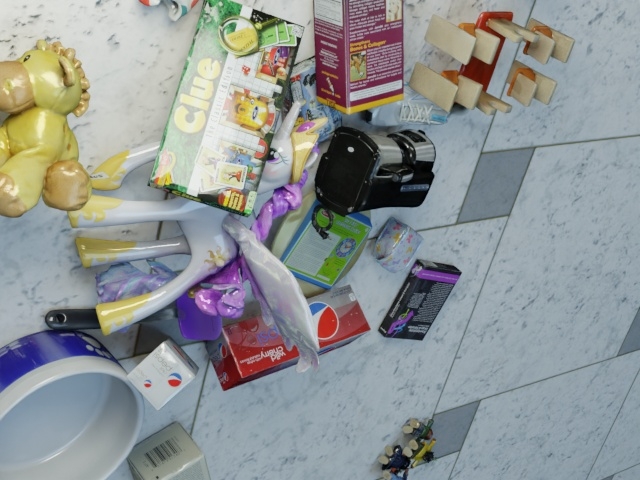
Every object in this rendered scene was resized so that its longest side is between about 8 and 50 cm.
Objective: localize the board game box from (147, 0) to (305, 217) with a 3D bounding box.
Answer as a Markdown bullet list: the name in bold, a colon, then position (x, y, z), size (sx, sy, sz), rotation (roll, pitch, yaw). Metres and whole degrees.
- **board game box**: position (-0.118, -0.172, 1.394), size (0.136, 0.030, 0.260), rotation (17, 80, -10)

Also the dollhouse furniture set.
- **dollhouse furniture set**: position (0.265, -0.329, 1.680), size (0.262, 0.135, 0.259), rotation (-10, 128, -44)

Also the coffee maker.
- **coffee maker**: position (0.079, -0.097, 1.716), size (0.178, 0.120, 0.171), rotation (-4, 145, -52)

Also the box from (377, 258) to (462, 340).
- **box**: position (0.186, 0.114, 2.066), size (0.116, 0.029, 0.162), rotation (11, 112, -46)

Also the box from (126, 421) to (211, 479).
- **box**: position (-0.244, 0.446, 1.884), size (0.113, 0.094, 0.275), rotation (-28, 138, -23)

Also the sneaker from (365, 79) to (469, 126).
- **sneaker**: position (0.158, -0.210, 1.726), size (0.190, 0.083, 0.071), rotation (-18, 134, -31)

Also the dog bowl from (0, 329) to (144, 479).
- **dog bowl**: position (-0.393, 0.262, 1.582), size (0.264, 0.104, 0.265), rotation (-24, 135, -27)

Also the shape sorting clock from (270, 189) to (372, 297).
- **shape sorting clock**: position (0.000, 0.000, 1.784), size (0.206, 0.040, 0.206), rotation (-24, 134, -27)

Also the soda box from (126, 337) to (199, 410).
- **soda box**: position (-0.229, 0.193, 1.615), size (0.074, 0.069, 0.216), rotation (-43, 180, -6)

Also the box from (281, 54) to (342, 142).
- **box**: position (-0.013, -0.203, 1.613), size (0.094, 0.027, 0.137), rotation (-29, 137, -26)

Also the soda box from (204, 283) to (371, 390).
- **soda box**: position (-0.053, 0.158, 1.807), size (0.263, 0.092, 0.083), rotation (-17, 167, -33)

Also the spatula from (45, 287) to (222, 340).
- **spatula**: position (-0.267, 0.113, 1.621), size (0.296, 0.084, 0.030), rotation (-1, 164, -36)

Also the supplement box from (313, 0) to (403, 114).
- **supplement box**: position (0.054, -0.284, 1.537), size (0.104, 0.080, 0.188), rotation (-19, 120, -31)

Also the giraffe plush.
- **giraffe plush**: position (-0.326, -0.139, 1.260), size (0.210, 0.181, 0.171), rotation (-23, 126, -53)

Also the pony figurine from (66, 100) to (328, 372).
- **pony figurine**: position (-0.143, 0.000, 1.505), size (0.363, 0.303, 0.351), rotation (-17, 125, -13)

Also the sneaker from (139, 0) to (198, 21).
- **sneaker**: position (-0.199, -0.322, 1.315), size (0.075, 0.057, 0.161), rotation (-55, 144, -1)

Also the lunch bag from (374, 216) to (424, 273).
- **lunch bag**: position (0.130, 0.011, 1.907), size (0.083, 0.053, 0.071), rotation (-59, 143, -2)

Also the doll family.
- **doll family**: position (0.188, 0.468, 2.332), size (0.193, 0.076, 0.111), rotation (-47, 146, 6)
